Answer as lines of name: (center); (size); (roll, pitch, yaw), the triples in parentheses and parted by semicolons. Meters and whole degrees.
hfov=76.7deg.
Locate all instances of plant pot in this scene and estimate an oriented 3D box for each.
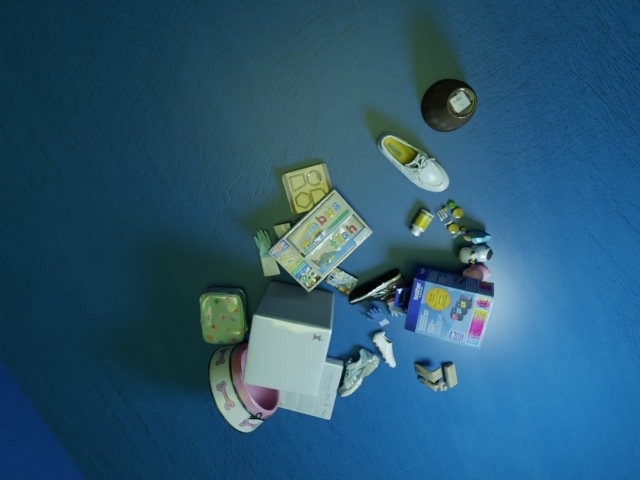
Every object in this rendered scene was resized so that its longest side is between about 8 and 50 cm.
plant pot: (0.526, -0.538, 1.599); (0.215, 0.230, 0.215); (1, 105, 4)

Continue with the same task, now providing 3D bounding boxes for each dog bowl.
dog bowl: (-0.339, 0.665, 1.892); (0.150, 0.408, 0.408); (-27, 102, 11)

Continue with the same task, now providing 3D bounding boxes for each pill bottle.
pill bottle: (0.452, -0.079, 1.816); (0.065, 0.065, 0.116); (30, 104, -5)

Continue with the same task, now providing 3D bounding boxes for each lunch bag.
lunch bag: (-0.464, 0.370, 1.975); (0.224, 0.108, 0.279); (-1, 107, 0)

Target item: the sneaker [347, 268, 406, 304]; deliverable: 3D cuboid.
sneaker: (0.271, 0.257, 1.904); (0.283, 0.107, 0.124); (-27, 108, 10)

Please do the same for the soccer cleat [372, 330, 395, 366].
soccer cleat: (0.331, 0.539, 1.996); (0.076, 0.068, 0.196); (-30, 99, 8)

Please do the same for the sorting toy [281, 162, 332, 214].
sorting toy: (-0.052, -0.233, 1.824); (0.208, 0.038, 0.193); (-15, 104, 3)

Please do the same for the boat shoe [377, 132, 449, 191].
boat shoe: (0.400, -0.327, 1.703); (0.367, 0.156, 0.136); (39, 104, -7)

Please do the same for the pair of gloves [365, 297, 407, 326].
pair of gloves: (0.316, 0.344, 1.933); (0.198, 0.023, 0.159); (-29, 129, 16)

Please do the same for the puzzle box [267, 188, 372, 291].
puzzle box: (0.000, 0.000, 1.820); (0.409, 0.052, 0.272); (-44, 104, 1)

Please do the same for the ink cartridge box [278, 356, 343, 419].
ink cartridge box: (-0.075, 0.730, 2.072); (0.330, 0.071, 0.324); (13, 106, 4)

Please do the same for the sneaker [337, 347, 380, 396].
sneaker: (0.167, 0.656, 2.031); (0.122, 0.110, 0.283); (40, 97, 5)

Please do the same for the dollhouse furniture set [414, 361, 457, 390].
dollhouse furniture set: (0.581, 0.669, 2.035); (0.151, 0.123, 0.144); (-21, 106, -27)

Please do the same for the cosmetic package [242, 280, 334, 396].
cosmetic package: (-0.127, 0.421, 1.820); (0.327, 0.394, 0.329); (12, 105, 0)

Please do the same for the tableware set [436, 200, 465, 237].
tableware set: (0.601, -0.098, 1.826); (0.104, 0.024, 0.154); (-36, 99, 9)

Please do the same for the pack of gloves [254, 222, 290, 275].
pack of gloves: (-0.200, 0.042, 1.913); (0.195, 0.046, 0.232); (-11, 102, 18)

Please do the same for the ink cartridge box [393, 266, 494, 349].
ink cartridge box: (0.534, 0.288, 1.798); (0.395, 0.151, 0.270); (13, 112, 19)

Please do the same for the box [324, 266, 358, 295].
box: (0.100, 0.190, 1.932); (0.137, 0.027, 0.094); (30, 104, -4)

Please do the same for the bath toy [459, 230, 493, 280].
bath toy: (0.708, 0.138, 1.828); (0.151, 0.129, 0.348); (-6, 106, 5)
